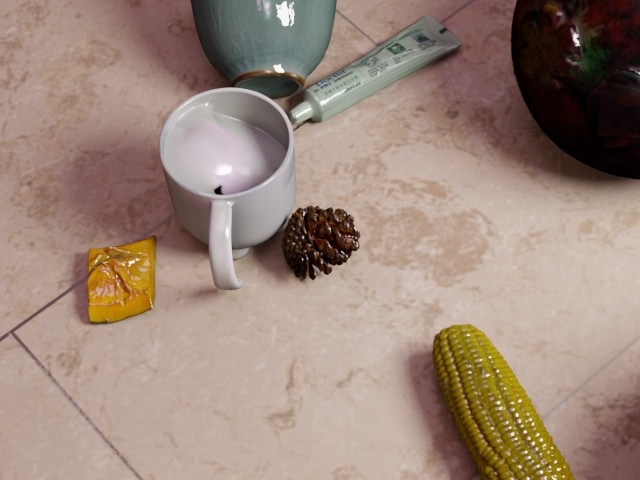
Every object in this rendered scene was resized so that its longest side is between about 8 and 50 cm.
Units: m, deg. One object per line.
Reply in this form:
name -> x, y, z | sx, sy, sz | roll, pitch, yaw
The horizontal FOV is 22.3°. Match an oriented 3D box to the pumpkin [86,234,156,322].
pumpkin -> -0.204, 0.034, 1.670 | 0.073, 0.035, 0.101 | -5, 55, -3

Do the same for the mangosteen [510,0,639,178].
mangosteen -> 0.345, -0.206, 1.645 | 0.311, 0.311, 0.311 | -2, 57, 3

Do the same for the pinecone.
pinecone -> 0.000, 0.000, 1.657 | 0.083, 0.077, 0.077 | -12, 57, -17

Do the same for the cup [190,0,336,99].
cup -> -0.060, -0.236, 1.768 | 0.199, 0.199, 0.150 | -4, 75, 1

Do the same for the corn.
corn -> 0.173, 0.179, 1.529 | 0.080, 0.080, 0.231 | -19, 56, -9

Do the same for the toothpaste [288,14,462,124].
toothpaste -> 0.056, -0.185, 1.796 | 0.218, 0.041, 0.064 | -31, 55, -20

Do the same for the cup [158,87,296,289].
cup -> -0.081, -0.045, 1.649 | 0.134, 0.142, 0.173 | -25, 59, -13
